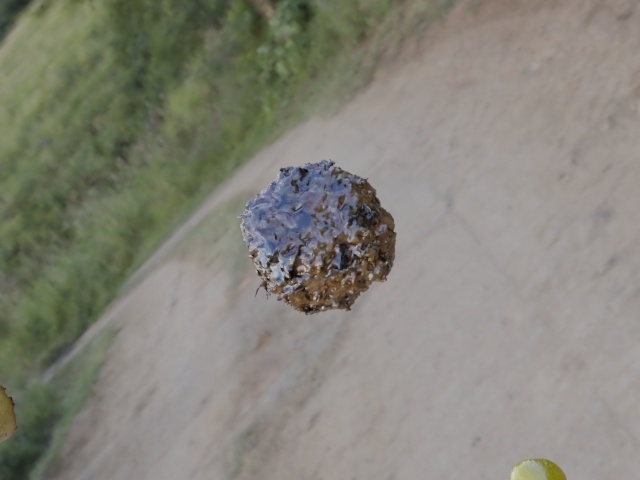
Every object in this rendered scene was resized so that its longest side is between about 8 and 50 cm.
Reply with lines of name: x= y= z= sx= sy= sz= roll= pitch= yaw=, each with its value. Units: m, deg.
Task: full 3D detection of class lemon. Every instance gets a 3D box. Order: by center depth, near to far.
lemon: x=0.254 y=0.285 z=1.479 sx=0.065 sy=0.065 sz=0.092 roll=-44 pitch=34 yaw=-1

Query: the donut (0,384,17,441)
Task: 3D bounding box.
donut: x=-0.501 y=0.218 z=1.713 sx=0.078 sy=0.181 sz=0.146 roll=-52 pitch=-11 yaw=-49

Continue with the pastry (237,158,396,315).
pastry: x=0.000 y=0.000 z=2.133 sx=0.275 sy=0.275 sz=0.193 roll=-46 pitch=-23 yaw=-16
